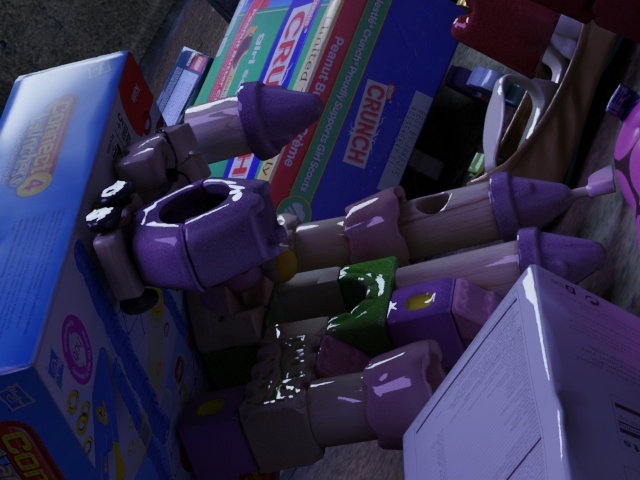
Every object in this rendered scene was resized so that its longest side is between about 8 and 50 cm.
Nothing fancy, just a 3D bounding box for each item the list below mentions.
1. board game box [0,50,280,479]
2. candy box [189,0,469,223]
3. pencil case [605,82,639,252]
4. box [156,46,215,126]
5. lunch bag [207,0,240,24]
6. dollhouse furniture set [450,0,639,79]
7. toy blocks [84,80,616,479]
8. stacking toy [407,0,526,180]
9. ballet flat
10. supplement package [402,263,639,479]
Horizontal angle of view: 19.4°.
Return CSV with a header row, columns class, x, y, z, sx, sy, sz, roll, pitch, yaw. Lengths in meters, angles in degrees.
class,x,y,z,sx,sy,sz,roll,pitch,yaw
board game box,-0.122,0.092,1.166,0.086,0.302,0.308,-13,36,16
candy box,-0.021,-0.103,1.670,0.268,0.122,0.317,-67,21,-4
pencil case,0.211,-0.010,1.000,0.209,0.095,0.098,-94,27,-57
box,-0.085,-0.078,1.897,0.044,0.233,0.159,24,89,42
lunch bag,0.004,-0.340,1.951,0.212,0.256,0.305,-48,21,46
dollhouse furniture set,0.189,-0.201,1.179,0.374,0.152,0.201,100,-167,-79
toy blocks,0.053,0.031,1.180,0.260,0.309,0.289,-13,27,16
stacking toy,0.133,-0.131,1.555,0.167,0.052,0.221,-65,15,-2
ballet flat,0.170,-0.120,1.365,0.080,0.073,0.232,-27,39,66
supplement package,0.132,0.150,0.917,0.139,0.133,0.244,-56,16,27
